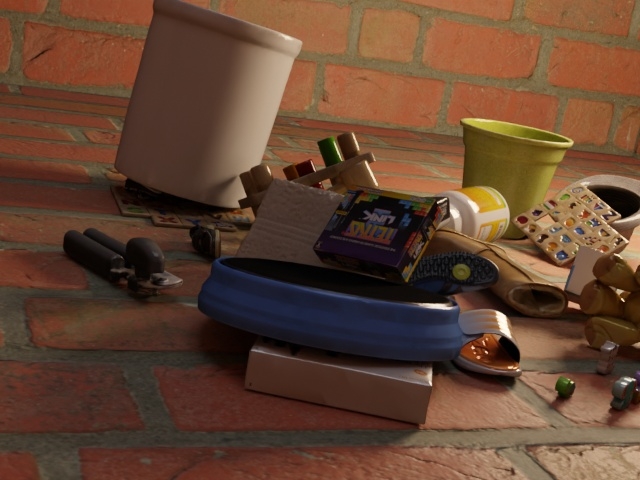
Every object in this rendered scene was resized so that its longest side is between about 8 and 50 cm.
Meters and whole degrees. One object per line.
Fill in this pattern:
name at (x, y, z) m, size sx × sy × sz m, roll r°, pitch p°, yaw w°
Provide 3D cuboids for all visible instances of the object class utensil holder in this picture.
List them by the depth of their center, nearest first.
utensil holder at (-0.251, -0.297, 2.163) m, size 0.327 × 0.385 × 0.327 m, roll 18°, pitch 8°, yaw -3°

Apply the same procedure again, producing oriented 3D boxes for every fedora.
fedora at (0.681, -0.046, 2.416) m, size 0.243 × 0.124 × 0.275 m, roll 14°, pitch 34°, yaw 32°

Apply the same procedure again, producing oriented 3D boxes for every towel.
towel at (0.000, 0.000, 1.737) m, size 0.282 × 0.187 × 0.049 m, roll 16°, pitch -19°, yaw 27°

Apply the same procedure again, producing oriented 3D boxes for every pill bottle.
pill bottle at (0.305, -0.045, 2.187) m, size 0.136 × 0.136 × 0.245 m, roll 19°, pitch 17°, yaw 31°

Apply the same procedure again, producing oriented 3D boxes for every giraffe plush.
giraffe plush at (0.568, 0.116, 1.731) m, size 0.210 × 0.181 × 0.170 m, roll 25°, pitch 12°, yaw 22°

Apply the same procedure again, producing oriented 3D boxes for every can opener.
can opener at (-0.324, 0.023, 1.632) m, size 0.074 × 0.093 × 0.280 m, roll -6°, pitch 16°, yaw -43°

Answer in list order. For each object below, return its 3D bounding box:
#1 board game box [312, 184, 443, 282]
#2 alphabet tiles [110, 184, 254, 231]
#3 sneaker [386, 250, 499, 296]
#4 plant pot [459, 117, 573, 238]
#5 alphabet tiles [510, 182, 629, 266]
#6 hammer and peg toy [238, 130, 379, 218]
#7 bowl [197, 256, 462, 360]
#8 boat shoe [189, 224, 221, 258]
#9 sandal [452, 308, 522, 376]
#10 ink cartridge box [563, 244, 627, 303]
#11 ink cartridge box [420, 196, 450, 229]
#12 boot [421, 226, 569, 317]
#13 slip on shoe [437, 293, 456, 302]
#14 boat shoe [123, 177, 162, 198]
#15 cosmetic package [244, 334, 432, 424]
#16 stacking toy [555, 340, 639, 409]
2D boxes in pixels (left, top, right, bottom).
board game box at (0.093, -0.014, 1.624) m, size 0.170 × 0.141 × 0.048 m, roll 12°, pitch -32°, yaw 36°
alphabet tiles at (-0.301, -0.077, 2.160) m, size 0.285 × 0.011 × 0.342 m, roll 4°, pitch 16°, yaw -19°
sneaker at (0.209, 0.070, 1.761) m, size 0.209 × 0.082 × 0.069 m, roll -4°, pitch 58°, yaw 4°
plant pot at (0.451, -0.147, 2.441) m, size 0.276 × 0.254 × 0.276 m, roll 10°, pitch 15°, yaw -3°
alphabet tiles at (0.584, -0.030, 2.285) m, size 0.198 × 0.009 × 0.237 m, roll -27°, pitch 42°, yaw -10°
hammer and peg toy at (-0.030, -0.119, 1.960) m, size 0.266 × 0.127 × 0.361 m, roll -21°, pitch 4°, yaw -10°
bowl at (0.018, 0.092, 1.456) m, size 0.391 × 0.077 × 0.391 m, roll 11°, pitch 3°, yaw -1°
boat shoe at (-0.214, 0.002, 1.847) m, size 0.049 × 0.056 × 0.152 m, roll 1°, pitch 7°, yaw -14°
sandal at (0.249, 0.139, 1.575) m, size 0.102 × 0.076 × 0.265 m, roll 8°, pitch 15°, yaw -7°
ink cartridge box at (0.512, 0.076, 1.878) m, size 0.090 × 0.092 × 0.143 m, roll 20°, pitch -7°, yaw 13°
ink cartridge box at (0.058, -0.032, 1.930) m, size 0.307 × 0.072 × 0.303 m, roll 2°, pitch 15°, yaw 26°
boot at (0.311, 0.058, 1.905) m, size 0.236 × 0.089 × 0.269 m, roll 5°, pitch 17°, yaw -17°
slip on shoe at (0.203, 0.117, 1.709) m, size 0.051 × 0.041 × 0.135 m, roll -12°, pitch -10°, yaw 16°
boat shoe at (-0.381, -0.108, 2.127) m, size 0.125 × 0.038 × 0.046 m, roll 25°, pitch 3°, yaw 43°
cosmetic package at (0.027, 0.177, 1.319) m, size 0.239 × 0.060 × 0.099 m, roll 11°, pitch 15°, yaw 4°
stacking toy at (0.465, 0.216, 1.476) m, size 0.167 × 0.052 × 0.221 m, roll 20°, pitch 18°, yaw 34°
